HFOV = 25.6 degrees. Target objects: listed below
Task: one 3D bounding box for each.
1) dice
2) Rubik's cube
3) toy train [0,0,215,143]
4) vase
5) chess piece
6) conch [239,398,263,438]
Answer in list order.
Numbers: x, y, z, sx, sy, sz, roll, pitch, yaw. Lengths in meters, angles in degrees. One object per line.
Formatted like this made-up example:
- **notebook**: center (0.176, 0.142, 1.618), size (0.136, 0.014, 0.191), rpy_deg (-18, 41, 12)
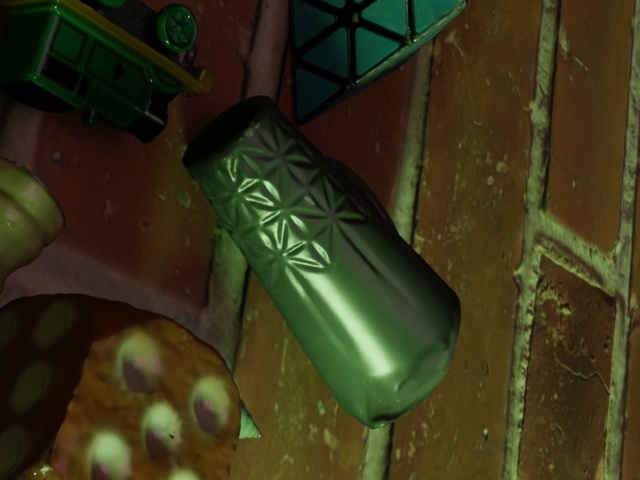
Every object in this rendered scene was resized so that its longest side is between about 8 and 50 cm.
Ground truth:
- **dice**: center (-0.180, 0.148, 1.055), size (0.179, 0.174, 0.175), rpy_deg (35, 59, -40)
- **Rubik's cube**: center (0.035, -0.177, 1.476), size (0.178, 0.211, 0.190), rpy_deg (-56, 152, -14)
- **toy train**: center (-0.187, -0.156, 1.179), size (0.228, 0.091, 0.136), rpy_deg (34, 68, -43)
- **vase**: center (0.000, 0.000, 1.339), size (0.301, 0.156, 0.251), rpy_deg (51, 32, -23)
- **chess piece**: center (-0.282, 0.035, 1.040), size (0.090, 0.090, 0.200), rpy_deg (53, 58, -30)
- **conch**: center (-0.119, 0.147, 1.226), size (0.180, 0.088, 0.065), rpy_deg (30, 17, -35)
